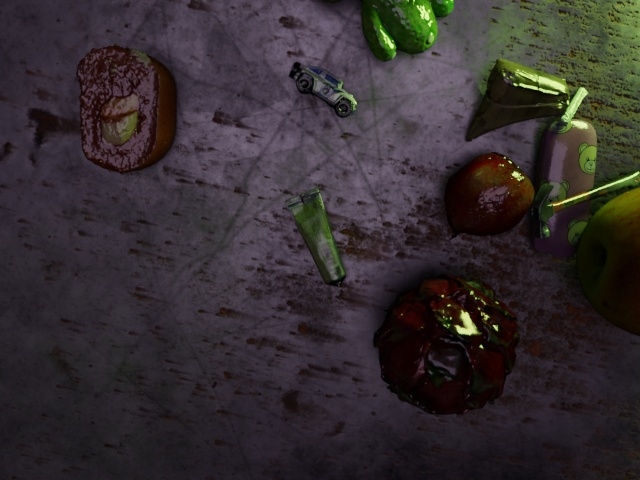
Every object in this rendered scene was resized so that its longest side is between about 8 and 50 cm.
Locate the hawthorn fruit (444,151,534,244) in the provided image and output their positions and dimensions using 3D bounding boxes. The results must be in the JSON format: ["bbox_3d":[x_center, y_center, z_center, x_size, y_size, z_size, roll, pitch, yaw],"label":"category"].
[{"bbox_3d":[0.355,-0.079,1.458,0.181,0.181,0.235,41,92,-6],"label":"hawthorn fruit"}]

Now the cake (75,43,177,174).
[{"bbox_3d":[-0.418,-0.286,1.447,0.177,0.151,0.282,0,96,5],"label":"cake"}]

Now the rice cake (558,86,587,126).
[{"bbox_3d":[0.560,-0.296,1.460,0.022,0.021,0.121,37,63,4],"label":"rice cake"}]

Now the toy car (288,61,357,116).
[{"bbox_3d":[0.008,-0.338,1.465,0.171,0.080,0.070,32,98,-4],"label":"toy car"}]

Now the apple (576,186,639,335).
[{"bbox_3d":[0.721,0.042,1.399,0.340,0.339,0.339,0,101,1],"label":"apple"}]

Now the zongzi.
[{"bbox_3d":[0.438,-0.289,1.470,0.195,0.099,0.197,11,126,-11],"label":"zongzi"}]

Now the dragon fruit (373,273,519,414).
[{"bbox_3d":[0.281,0.228,1.456,0.330,0.329,0.329,0,101,1],"label":"dragon fruit"}]

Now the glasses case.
[{"bbox_3d":[0.551,-0.116,1.497,0.123,0.076,0.316,1,101,-5],"label":"glasses case"}]

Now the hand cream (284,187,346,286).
[{"bbox_3d":[0.000,0.000,1.550,0.086,0.055,0.235,-23,92,3],"label":"hand cream"}]

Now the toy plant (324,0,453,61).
[{"bbox_3d":[0.127,-0.521,1.390,0.316,0.184,0.224,35,81,-16],"label":"toy plant"}]

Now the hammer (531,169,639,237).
[{"bbox_3d":[0.587,-0.098,1.449,0.288,0.033,0.111,-18,107,-17],"label":"hammer"}]
